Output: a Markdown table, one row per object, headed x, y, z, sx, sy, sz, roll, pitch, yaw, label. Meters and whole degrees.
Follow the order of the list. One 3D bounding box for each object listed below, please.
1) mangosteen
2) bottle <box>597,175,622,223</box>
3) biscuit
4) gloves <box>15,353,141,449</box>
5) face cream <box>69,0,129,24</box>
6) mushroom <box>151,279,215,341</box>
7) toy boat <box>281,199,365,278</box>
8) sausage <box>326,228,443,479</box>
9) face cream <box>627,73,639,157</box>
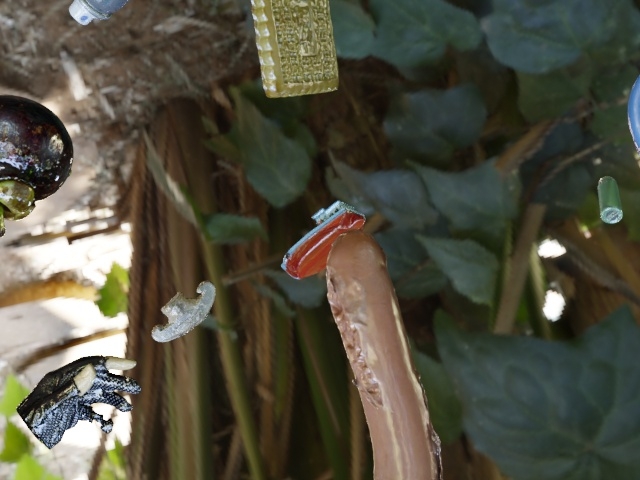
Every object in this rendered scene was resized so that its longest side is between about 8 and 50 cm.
| x | y | z | sx | sy | sz | roll | pitch | yaw | label |
| --- | --- | --- | --- | --- | --- | --- | --- | --- | --- |
| -0.474 | -0.109 | 1.628 | 0.192 | 0.217 | 0.192 | 2 | 157 | 1 | mangosteen |
| 0.411 | -0.059 | 1.540 | 0.030 | 0.083 | 0.030 | 4 | 128 | 6 | bottle |
| -0.034 | -0.305 | 1.318 | 0.029 | 0.254 | 0.172 | -5 | -172 | 30 | biscuit |
| -0.359 | 0.226 | 1.625 | 0.181 | 0.106 | 0.129 | -37 | 132 | -14 | gloves |
| -0.242 | -0.398 | 1.477 | 0.283 | 0.073 | 0.073 | -37 | 151 | 25 | face cream |
| -0.169 | 0.090 | 1.351 | 0.101 | 0.049 | 0.019 | -46 | -169 | -9 | mushroom |
| 0.000 | 0.000 | 1.734 | 0.069 | 0.058 | 0.173 | 21 | 124 | -43 | toy boat |
| 0.061 | 0.132 | 1.049 | 0.078 | 0.304 | 0.078 | -13 | 170 | -2 | sausage |
| 0.358 | -0.083 | 1.044 | 0.083 | 0.149 | 0.264 | -6 | 163 | 23 | face cream |
